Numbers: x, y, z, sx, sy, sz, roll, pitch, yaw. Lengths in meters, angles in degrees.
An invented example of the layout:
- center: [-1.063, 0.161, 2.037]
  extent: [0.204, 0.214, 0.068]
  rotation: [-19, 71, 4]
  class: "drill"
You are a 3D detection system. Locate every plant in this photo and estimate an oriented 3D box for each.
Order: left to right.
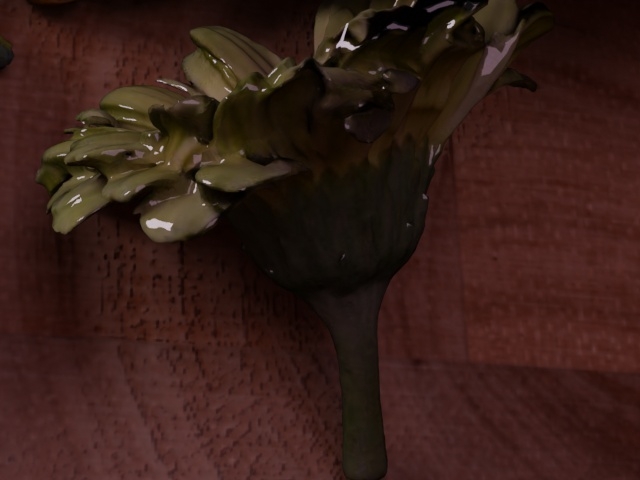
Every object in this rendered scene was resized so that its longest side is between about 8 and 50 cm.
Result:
- center: [0.001, -0.033, 1.097]
  extent: [0.306, 0.261, 0.297]
  rotation: [-10, 71, -10]
  class: "plant"

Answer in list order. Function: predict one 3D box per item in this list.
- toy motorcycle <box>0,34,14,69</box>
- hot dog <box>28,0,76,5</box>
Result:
- center: [-0.258, -0.147, 1.145]
  extent: [0.193, 0.061, 0.124]
  rotation: [36, 44, -28]
  class: "toy motorcycle"
- center: [-0.158, -0.312, 1.244]
  extent: [0.158, 0.117, 0.348]
  rotation: [-4, 69, -19]
  class: "hot dog"
